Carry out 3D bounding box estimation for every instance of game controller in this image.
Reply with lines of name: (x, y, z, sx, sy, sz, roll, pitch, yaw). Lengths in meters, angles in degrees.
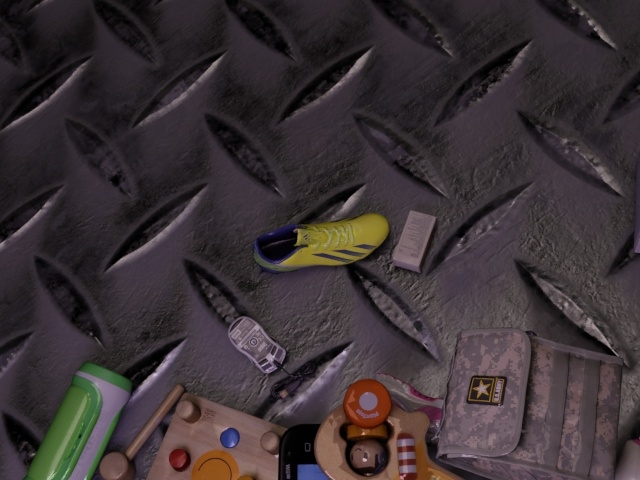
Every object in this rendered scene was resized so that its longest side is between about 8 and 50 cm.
game controller: (0.001, 0.495, 1.651, 0.166, 0.067, 0.319, 7, 75, -25)

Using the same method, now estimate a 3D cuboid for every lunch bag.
lunch bag: (0.346, 0.288, 1.543, 0.287, 0.169, 0.235, 15, 62, 1)

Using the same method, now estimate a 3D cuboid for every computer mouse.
computer mouse: (-0.106, 0.228, 1.845, 0.193, 0.042, 0.106, 43, 86, 18)

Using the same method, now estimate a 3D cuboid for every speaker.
speaker: (-0.484, 0.396, 1.807, 0.131, 0.131, 0.296, 18, 73, 18)

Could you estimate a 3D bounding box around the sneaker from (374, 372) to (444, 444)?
sneaker: (0.197, 0.346, 1.705, 0.252, 0.103, 0.111, 21, 78, 26)

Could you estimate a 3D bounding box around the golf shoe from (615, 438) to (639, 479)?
golf shoe: (0.485, 0.480, 1.576, 0.140, 0.115, 0.306, 15, 70, 21)

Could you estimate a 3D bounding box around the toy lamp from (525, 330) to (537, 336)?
toy lamp: (0.428, 0.298, 1.683, 0.080, 0.080, 0.274, -22, 68, 3)

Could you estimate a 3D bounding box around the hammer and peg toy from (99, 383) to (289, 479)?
hammer and peg toy: (-0.244, 0.423, 1.743, 0.361, 0.127, 0.266, 17, 72, 18)

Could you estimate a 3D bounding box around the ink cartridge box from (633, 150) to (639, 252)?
ink cartridge box: (0.759, -0.080, 1.742, 0.289, 0.121, 0.211, 4, 69, 13)

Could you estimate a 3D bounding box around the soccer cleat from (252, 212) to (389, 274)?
soccer cleat: (0.000, 0.001, 1.871, 0.289, 0.121, 0.093, -14, 65, 6)

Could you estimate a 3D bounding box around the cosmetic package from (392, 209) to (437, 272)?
cosmetic package: (0.195, 0.002, 1.873, 0.060, 0.041, 0.115, 18, 73, 18)

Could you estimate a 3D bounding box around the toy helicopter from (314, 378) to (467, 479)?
toy helicopter: (0.152, 0.412, 1.568, 0.355, 0.140, 0.235, 25, 67, 8)
